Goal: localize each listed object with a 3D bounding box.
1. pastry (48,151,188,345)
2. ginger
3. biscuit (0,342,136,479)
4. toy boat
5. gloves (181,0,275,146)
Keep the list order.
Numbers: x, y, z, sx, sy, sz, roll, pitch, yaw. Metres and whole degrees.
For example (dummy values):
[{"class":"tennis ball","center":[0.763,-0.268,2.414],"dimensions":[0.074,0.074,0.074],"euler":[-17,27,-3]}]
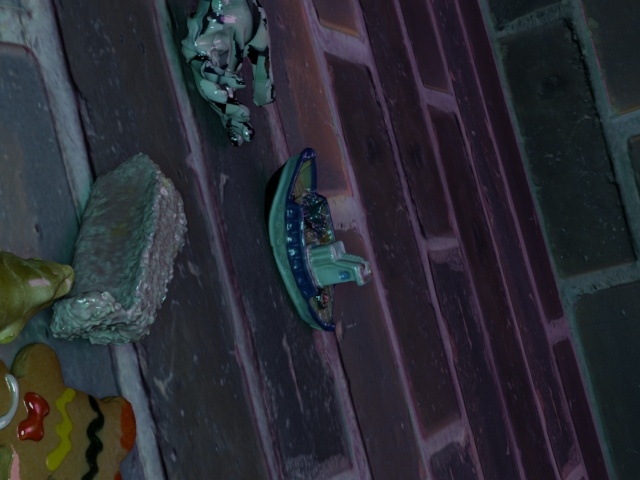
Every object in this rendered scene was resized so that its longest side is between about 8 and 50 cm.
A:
[{"class":"pastry","center":[-0.203,0.023,1.099],"dimensions":[0.265,0.103,0.112],"euler":[-77,149,-51]},{"class":"ginger","center":[-0.304,0.048,0.908],"dimensions":[0.115,0.081,0.205],"euler":[38,30,2]},{"class":"biscuit","center":[-0.254,0.175,0.983],"dimensions":[0.250,0.036,0.165],"euler":[46,35,-45]},{"class":"toy boat","center":[0.000,0.000,1.524],"dimensions":[0.114,0.115,0.262],"euler":[-23,96,-65]},{"class":"gloves","center":[-0.125,-0.234,1.436],"dimensions":[0.127,0.111,0.212],"euler":[-43,142,-68]}]
